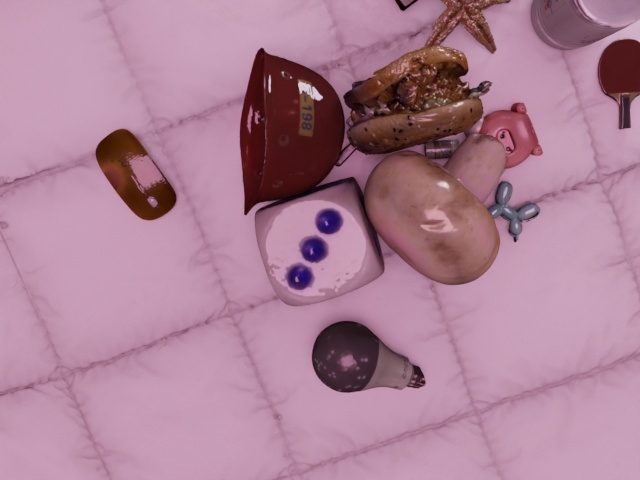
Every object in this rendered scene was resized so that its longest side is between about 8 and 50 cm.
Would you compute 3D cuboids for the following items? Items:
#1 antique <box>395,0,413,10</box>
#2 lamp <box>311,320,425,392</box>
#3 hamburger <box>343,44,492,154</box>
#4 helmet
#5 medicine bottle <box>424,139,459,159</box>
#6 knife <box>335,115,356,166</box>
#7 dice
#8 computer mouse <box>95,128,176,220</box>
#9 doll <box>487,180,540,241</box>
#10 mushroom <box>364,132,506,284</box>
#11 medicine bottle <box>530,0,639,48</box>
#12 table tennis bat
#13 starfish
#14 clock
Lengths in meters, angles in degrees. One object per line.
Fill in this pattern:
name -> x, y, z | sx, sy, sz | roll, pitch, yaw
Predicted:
antique -> 0.267, -0.649, 1.814 | 0.220, 0.080, 0.081 | -34, 98, 6
lamp -> 0.130, 0.319, 1.932 | 0.313, 0.182, 0.182 | 21, 100, -2
hamburger -> 0.224, -0.321, 1.741 | 0.317, 0.276, 0.195 | -16, 94, -28
helmet -> -0.059, -0.246, 1.783 | 0.230, 0.337, 0.385 | 2, 75, -15
medicine bottle -> 0.303, -0.227, 1.901 | 0.083, 0.047, 0.047 | -3, 100, 2
knife -> 0.106, -0.293, 1.913 | 0.072, 0.019, 0.245 | 43, 96, -1
dice -> 0.000, 0.000, 1.855 | 0.259, 0.243, 0.251 | -18, 99, 8
computer mouse -> -0.469, -0.165, 1.932 | 0.126, 0.056, 0.245 | -33, 99, 7
doll -> 0.450, -0.067, 1.917 | 0.159, 0.059, 0.159 | 32, 99, -2
mushroom -> 0.277, -0.064, 1.809 | 0.353, 0.353, 0.325 | 5, 132, 1
medicine bottle -> 0.599, -0.540, 1.699 | 0.189, 0.332, 0.190 | 0, 95, 1
table tennis bat -> 0.750, -0.386, 1.874 | 0.130, 0.019, 0.221 | -4, 98, 2
starfish -> 0.354, -0.539, 1.810 | 0.231, 0.048, 0.295 | 21, 102, -25
clock -> 0.446, -0.246, 1.872 | 0.162, 0.093, 0.166 | -23, 99, 8
